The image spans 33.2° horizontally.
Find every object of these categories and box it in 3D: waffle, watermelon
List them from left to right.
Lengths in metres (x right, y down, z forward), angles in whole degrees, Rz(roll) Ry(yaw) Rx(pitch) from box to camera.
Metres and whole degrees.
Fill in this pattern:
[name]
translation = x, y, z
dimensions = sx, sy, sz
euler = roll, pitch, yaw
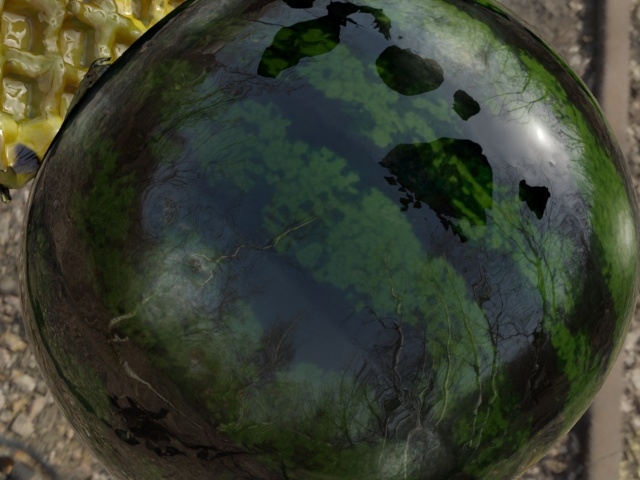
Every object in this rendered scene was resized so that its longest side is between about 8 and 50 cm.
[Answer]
[waffle]
translation = -0.258, -0.241, 0.952
dimensions = 0.382, 0.095, 0.379
euler = 58, 46, -20
[watermelon]
translation = 0.004, 0.004, 0.467
dimensions = 0.269, 0.269, 0.268
euler = 12, 60, -21
